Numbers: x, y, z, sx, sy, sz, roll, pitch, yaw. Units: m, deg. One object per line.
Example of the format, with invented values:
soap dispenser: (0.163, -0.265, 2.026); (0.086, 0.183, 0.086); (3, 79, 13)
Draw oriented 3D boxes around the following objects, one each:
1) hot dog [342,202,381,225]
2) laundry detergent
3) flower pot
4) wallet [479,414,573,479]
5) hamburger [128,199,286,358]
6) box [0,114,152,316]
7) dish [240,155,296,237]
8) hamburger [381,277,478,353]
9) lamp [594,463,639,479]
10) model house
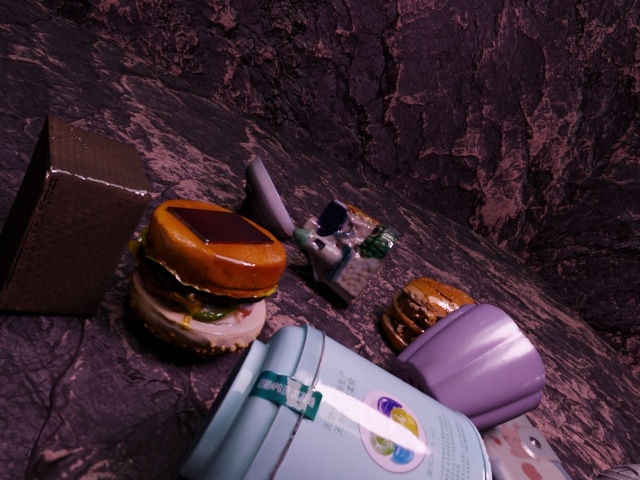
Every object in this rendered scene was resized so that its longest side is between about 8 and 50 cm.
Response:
hot dog: (0.159, -0.045, 1.627); (0.272, 0.122, 0.196); (44, 19, 30)
laundry detergent: (-0.001, 0.281, 0.532); (0.305, 0.287, 0.287); (31, 22, -4)
flower pot: (0.302, 0.302, 0.913); (0.243, 0.265, 0.265); (-20, 47, -19)
wallet: (0.446, 0.490, 0.964); (0.252, 0.083, 0.360); (14, 28, -26)
hamburger: (-0.212, 0.069, 0.771); (0.290, 0.225, 0.291); (25, 17, -8)
box: (-0.402, -0.027, 0.659); (0.143, 0.273, 0.184); (16, 28, -42)
dish: (-0.187, -0.113, 1.293); (0.273, 0.133, 0.273); (64, -3, 6)
hamburger: (0.315, 0.223, 1.183); (0.260, 0.211, 0.245); (20, 20, -17)
lamp: (0.716, 0.613, 0.881); (0.265, 0.233, 0.233); (36, 21, -12)
model house: (0.065, 0.012, 1.244); (0.284, 0.243, 0.298); (31, 11, 9)
